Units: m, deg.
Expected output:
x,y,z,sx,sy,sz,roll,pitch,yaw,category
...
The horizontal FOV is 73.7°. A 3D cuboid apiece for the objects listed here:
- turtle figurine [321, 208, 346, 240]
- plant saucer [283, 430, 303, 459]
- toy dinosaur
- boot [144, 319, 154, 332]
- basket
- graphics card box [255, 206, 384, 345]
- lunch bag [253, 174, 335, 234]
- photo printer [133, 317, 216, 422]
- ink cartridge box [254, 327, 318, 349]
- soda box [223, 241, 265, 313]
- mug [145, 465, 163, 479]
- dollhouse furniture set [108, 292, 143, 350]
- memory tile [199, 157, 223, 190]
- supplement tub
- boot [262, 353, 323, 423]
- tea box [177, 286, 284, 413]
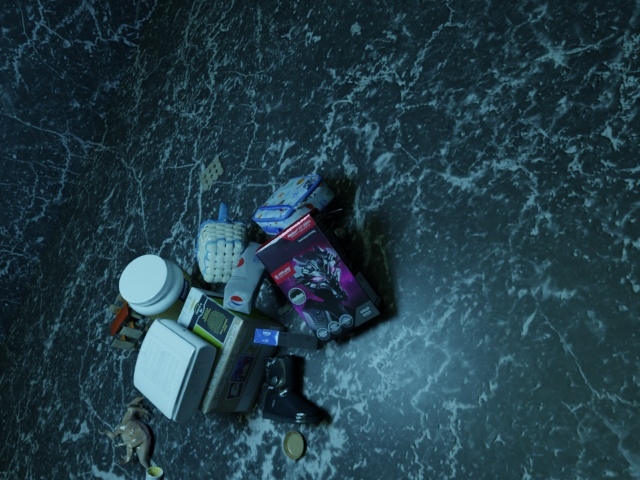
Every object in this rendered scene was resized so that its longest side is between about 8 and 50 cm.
x,y,z,sx,sy,sz,roll,pitch,yaw,category
0.000,0.000,1.429,0.234,0.118,0.175,-32,30,4,turtle figurine
-0.083,0.653,1.366,0.083,0.015,0.083,-13,67,34,plant saucer
-0.762,0.794,1.770,0.200,0.127,0.295,-38,66,-23,toy dinosaur
-0.700,0.386,1.880,0.219,0.082,0.106,25,93,41,boot
-0.387,0.022,1.685,0.289,0.201,0.255,-120,37,-51,basket
-0.003,0.115,1.320,0.232,0.094,0.371,-33,95,22,graphics card box
-0.102,-0.117,1.497,0.243,0.115,0.303,-47,23,-20,lunch bag
-0.499,0.412,1.420,0.307,0.107,0.256,15,86,40,photo printer
-0.106,0.318,1.375,0.097,0.207,0.046,-2,74,36,ink cartridge box
-0.251,0.124,1.514,0.286,0.098,0.091,-73,-3,-56,soda box
-0.655,0.934,1.680,0.062,0.078,0.064,16,94,7,mug
-0.905,0.330,1.986,0.259,0.135,0.262,-52,40,11,dollhouse furniture set
-0.518,-0.316,2.032,0.148,0.012,0.113,-42,54,19,memory tile
-0.615,0.208,1.695,0.228,0.316,0.228,-6,62,11,supplement tub
-0.097,0.476,1.386,0.246,0.094,0.207,-12,71,40,boot
-0.357,0.386,1.533,0.323,0.220,0.329,23,89,40,tea box
